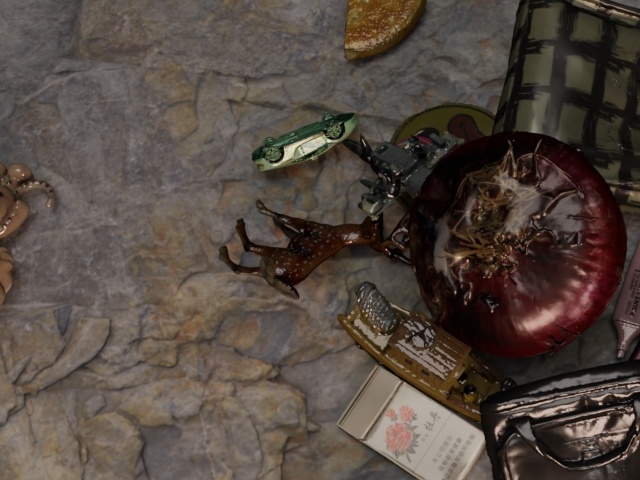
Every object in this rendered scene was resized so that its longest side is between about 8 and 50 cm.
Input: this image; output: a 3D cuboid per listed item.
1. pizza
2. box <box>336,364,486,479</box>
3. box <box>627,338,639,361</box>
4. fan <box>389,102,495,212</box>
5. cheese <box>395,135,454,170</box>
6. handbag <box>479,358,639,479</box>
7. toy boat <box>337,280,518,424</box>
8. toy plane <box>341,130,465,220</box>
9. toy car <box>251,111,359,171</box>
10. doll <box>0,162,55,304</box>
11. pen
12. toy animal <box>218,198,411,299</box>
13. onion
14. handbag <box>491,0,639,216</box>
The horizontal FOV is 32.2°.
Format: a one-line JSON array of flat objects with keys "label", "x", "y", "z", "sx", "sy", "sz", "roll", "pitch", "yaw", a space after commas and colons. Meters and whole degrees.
[{"label": "pizza", "x": 0.098, "y": -0.382, "z": 1.883, "sx": 0.175, "sy": 0.046, "sz": 0.134, "roll": -30, "pitch": 65, "yaw": -3}, {"label": "box", "x": 0.133, "y": 0.276, "z": 1.596, "sx": 0.198, "sy": 0.029, "sz": 0.109, "roll": 31, "pitch": 76, "yaw": 21}, {"label": "box", "x": 0.489, "y": 0.179, "z": 1.536, "sx": 0.120, "sy": 0.069, "sz": 0.224, "roll": 30, "pitch": 76, "yaw": 8}, {"label": "fan", "x": 0.250, "y": -0.133, "z": 1.762, "sx": 0.335, "sy": 0.011, "sz": 0.230, "roll": -19, "pitch": 64, "yaw": 5}, {"label": "cheese", "x": 0.168, "y": -0.122, "z": 1.748, "sx": 0.145, "sy": 0.038, "sz": 0.095, "roll": 6, "pitch": 68, "yaw": 17}, {"label": "handbag", "x": 0.361, "y": 0.291, "z": 1.458, "sx": 0.275, "sy": 0.088, "sz": 0.244, "roll": -13, "pitch": 91, "yaw": 14}, {"label": "toy boat", "x": 0.165, "y": 0.169, "z": 1.588, "sx": 0.321, "sy": 0.121, "sz": 0.089, "roll": 33, "pitch": 71, "yaw": 23}, {"label": "toy plane", "x": 0.105, "y": -0.120, "z": 1.695, "sx": 0.192, "sy": 0.088, "sz": 0.262, "roll": -41, "pitch": 49, "yaw": -14}, {"label": "toy car", "x": -0.022, "y": -0.157, "z": 1.794, "sx": 0.186, "sy": 0.093, "sz": 0.058, "roll": -22, "pitch": 107, "yaw": 0}, {"label": "doll", "x": -0.551, "y": -0.007, "z": 1.825, "sx": 0.154, "sy": 0.119, "sz": 0.278, "roll": 13, "pitch": 60, "yaw": 16}, {"label": "pen", "x": 0.461, "y": 0.083, "z": 1.612, "sx": 0.053, "sy": 0.032, "sz": 0.197, "roll": 15, "pitch": 69, "yaw": 17}, {"label": "toy animal", "x": 0.002, "y": 0.013, "z": 1.688, "sx": 0.260, "sy": 0.087, "sz": 0.243, "roll": 25, "pitch": 53, "yaw": 27}, {"label": "onion", "x": 0.268, "y": 0.011, "z": 1.509, "sx": 0.313, "sy": 0.232, "sz": 0.314, "roll": -7, "pitch": 77, "yaw": 31}, {"label": "handbag", "x": 0.431, "y": -0.201, "z": 1.668, "sx": 0.327, "sy": 0.162, "sz": 0.325, "roll": 12, "pitch": 73, "yaw": 3}]
